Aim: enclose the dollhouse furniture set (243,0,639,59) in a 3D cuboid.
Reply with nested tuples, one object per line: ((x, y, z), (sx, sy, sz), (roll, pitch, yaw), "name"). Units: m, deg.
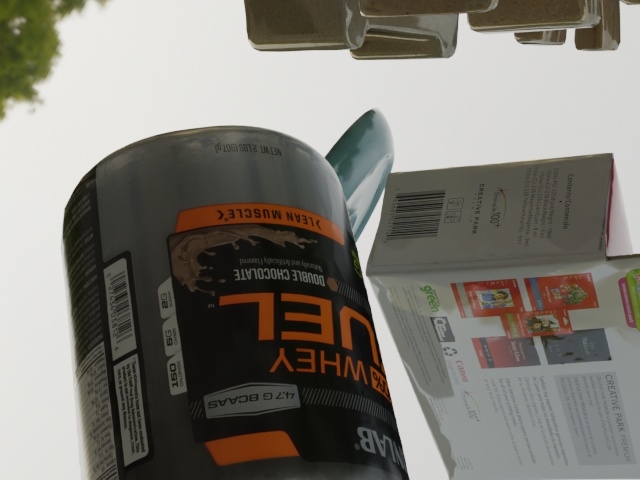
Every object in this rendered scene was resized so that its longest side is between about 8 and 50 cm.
((0.093, -0.134, 0.436), (0.259, 0.262, 0.135), (4, -84, 36), "dollhouse furniture set")

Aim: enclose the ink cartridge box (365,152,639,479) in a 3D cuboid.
((0.218, 0.080, 1.150), (0.272, 0.309, 0.130), (-4, -135, 20), "ink cartridge box")

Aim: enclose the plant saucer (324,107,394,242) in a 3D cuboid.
((0.000, 0.000, 1.418), (0.044, 0.317, 0.317), (31, -86, 8), "plant saucer")

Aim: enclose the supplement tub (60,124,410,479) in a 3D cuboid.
((-0.057, 0.109, 0.840), (0.207, 0.207, 0.338), (-27, -124, 24), "supplement tub")
